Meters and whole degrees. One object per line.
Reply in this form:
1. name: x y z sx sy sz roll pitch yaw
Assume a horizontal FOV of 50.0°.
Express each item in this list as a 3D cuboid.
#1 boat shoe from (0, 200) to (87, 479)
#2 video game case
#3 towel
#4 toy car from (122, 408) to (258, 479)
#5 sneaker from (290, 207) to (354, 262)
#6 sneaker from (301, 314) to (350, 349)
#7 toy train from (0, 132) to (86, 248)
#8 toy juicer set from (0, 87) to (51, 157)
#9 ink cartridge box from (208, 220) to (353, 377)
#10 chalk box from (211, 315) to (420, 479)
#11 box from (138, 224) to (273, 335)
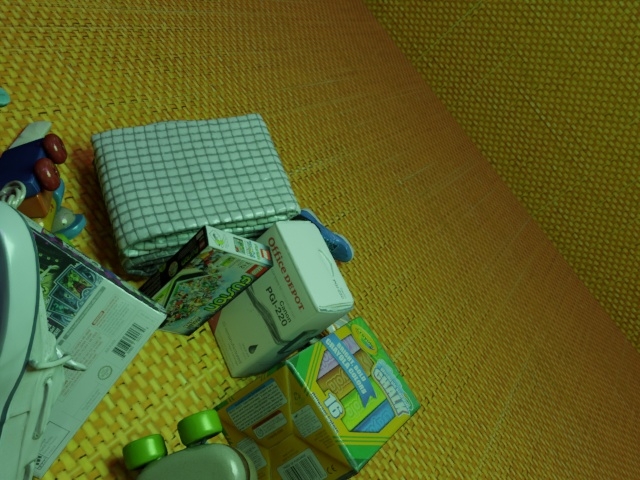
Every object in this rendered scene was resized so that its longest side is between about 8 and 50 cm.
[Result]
1. boat shoe: -0.294 0.128 0.644 0.135 0.367 0.156 18 17 17
2. video game case: -0.319 0.111 0.733 0.210 0.232 0.042 37 0 -21
3. towel: -0.197 -0.078 1.084 0.283 0.121 0.235 -12 56 -20
4. toy car: -0.140 0.313 0.872 0.188 0.148 0.155 50 16 -70
5. sneaker: -0.001 0.001 1.407 0.152 0.058 0.084 44 25 -2
6. sneaker: 0.042 0.176 1.248 0.262 0.099 0.121 43 27 -14
7. toy train: -0.358 -0.024 0.858 0.248 0.105 0.143 -115 -174 -58
8. toy juicer set: -0.505 -0.166 0.903 0.329 0.089 0.209 23 40 -39
9. ink cartridge box: -0.073 0.092 1.063 0.092 0.218 0.159 1 56 -52
10. chalk box: 0.015 0.247 1.055 0.179 0.180 0.289 56 30 8
11. box: -0.175 0.062 0.972 0.114 0.207 0.036 20 42 -40
